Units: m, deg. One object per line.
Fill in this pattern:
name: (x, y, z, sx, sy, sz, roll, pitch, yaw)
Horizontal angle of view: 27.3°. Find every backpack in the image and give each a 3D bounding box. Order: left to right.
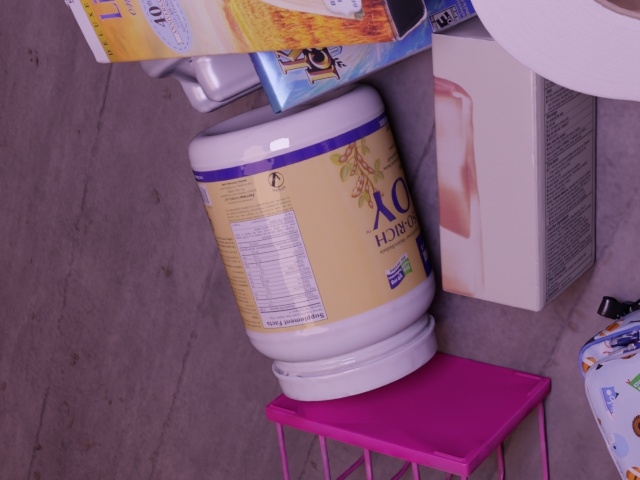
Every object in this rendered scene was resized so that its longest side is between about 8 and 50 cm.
backpack: (0.419, 0.163, 1.349, 0.263, 0.213, 0.276, -27, 89, 33)

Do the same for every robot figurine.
robot figurine: (-0.169, -0.335, 1.585, 0.353, 0.200, 0.300, 63, 158, -4)

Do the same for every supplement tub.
supplement tub: (0.000, 0.000, 1.579, 0.241, 0.241, 0.331, -7, 106, 41)

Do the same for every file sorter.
file sorter: (0.116, 0.266, 1.643, 0.291, 0.202, 0.182, 10, 120, 36)

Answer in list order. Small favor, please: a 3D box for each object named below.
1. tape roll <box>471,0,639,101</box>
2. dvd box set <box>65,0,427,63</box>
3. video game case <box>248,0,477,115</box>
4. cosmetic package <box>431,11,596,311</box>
tape roll: (0.309, -0.293, 1.146, 0.392, 0.072, 0.392, -1, 134, -1)
dvd box set: (-0.125, -0.328, 1.293, 0.420, 0.062, 0.307, 3, 127, 38)
video game case: (0.010, -0.308, 1.435, 0.061, 0.244, 0.269, -163, 48, -81)
cosmetic package: (0.212, -0.093, 1.423, 0.129, 0.153, 0.296, 12, 117, 34)
